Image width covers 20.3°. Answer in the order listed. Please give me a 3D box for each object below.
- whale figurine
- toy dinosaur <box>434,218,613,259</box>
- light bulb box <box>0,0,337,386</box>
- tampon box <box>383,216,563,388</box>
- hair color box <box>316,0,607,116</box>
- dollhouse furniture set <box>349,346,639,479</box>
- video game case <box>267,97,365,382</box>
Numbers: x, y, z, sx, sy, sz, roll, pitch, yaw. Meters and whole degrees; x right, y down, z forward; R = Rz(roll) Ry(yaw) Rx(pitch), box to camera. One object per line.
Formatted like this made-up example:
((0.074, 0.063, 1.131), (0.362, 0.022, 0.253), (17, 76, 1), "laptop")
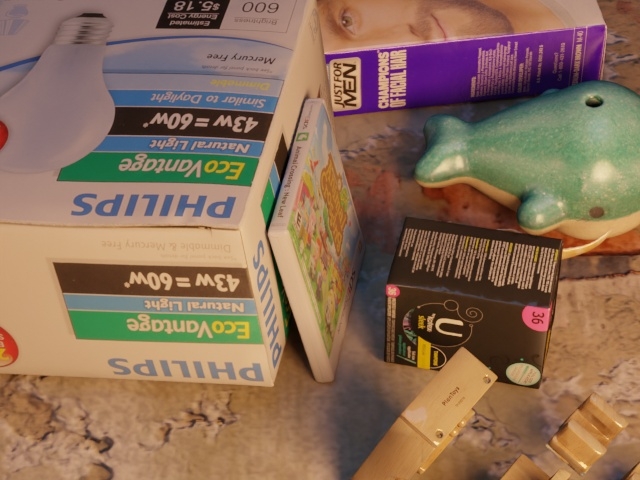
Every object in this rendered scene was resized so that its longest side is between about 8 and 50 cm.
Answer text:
((0.239, -0.103, 1.920), (0.272, 0.141, 0.216), (8, 47, 10), "whale figurine")
((0.204, 0.021, 1.834), (0.183, 0.093, 0.053), (6, 47, 7), "toy dinosaur")
((-0.193, -0.063, 1.816), (0.358, 0.225, 0.361), (2, 45, 12), "light bulb box")
((0.151, 0.061, 1.776), (0.161, 0.120, 0.101), (9, 46, 10), "tampon box")
((0.147, -0.256, 2.098), (0.338, 0.110, 0.185), (-8, 47, -4), "hair color box")
((0.166, 0.239, 1.625), (0.242, 0.161, 0.212), (41, 56, 7), "dollhouse furniture set")
((0.000, 0.000, 1.777), (0.023, 0.212, 0.193), (-2, 44, 16), "video game case")
